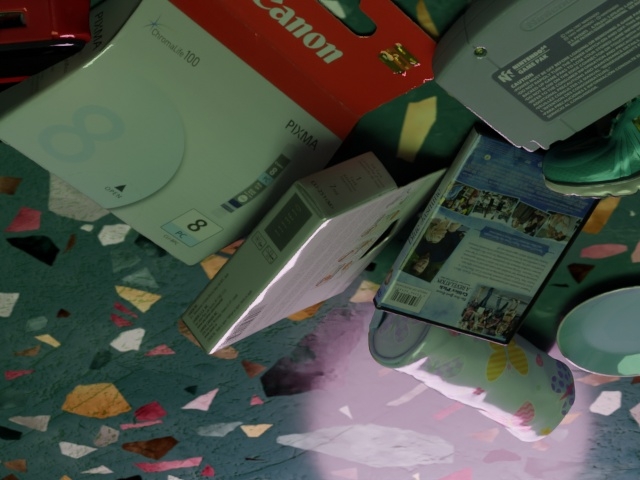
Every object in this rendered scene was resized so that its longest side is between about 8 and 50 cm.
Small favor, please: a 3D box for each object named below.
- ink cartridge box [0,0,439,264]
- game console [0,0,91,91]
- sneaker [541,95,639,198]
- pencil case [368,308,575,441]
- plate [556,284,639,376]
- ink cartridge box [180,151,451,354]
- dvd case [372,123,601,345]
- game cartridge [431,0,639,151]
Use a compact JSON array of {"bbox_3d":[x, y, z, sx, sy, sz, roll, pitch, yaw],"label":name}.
[{"bbox_3d":[-0.097,-0.147,1.915,0.385,0.091,0.308,-27,135,30],"label":"ink cartridge box"},{"bbox_3d":[-0.433,-0.162,1.715,0.386,0.060,0.342,-9,178,-33],"label":"game console"},{"bbox_3d":[0.356,-0.130,1.968,0.275,0.107,0.110,-22,117,17],"label":"sneaker"},{"bbox_3d":[0.184,0.149,2.271,0.273,0.113,0.124,29,150,-31],"label":"pencil case"},{"bbox_3d":[0.383,0.106,2.293,0.188,0.024,0.188,0,141,0],"label":"plate"},{"bbox_3d":[0.000,0.000,2.075,0.239,0.060,0.275,-25,163,-46],"label":"ink cartridge box"},{"bbox_3d":[0.193,-0.001,2.098,0.180,0.022,0.253,17,119,-23],"label":"dvd case"},{"bbox_3d":[0.267,-0.213,1.870,0.294,0.060,0.196,-32,136,29],"label":"game cartridge"}]
